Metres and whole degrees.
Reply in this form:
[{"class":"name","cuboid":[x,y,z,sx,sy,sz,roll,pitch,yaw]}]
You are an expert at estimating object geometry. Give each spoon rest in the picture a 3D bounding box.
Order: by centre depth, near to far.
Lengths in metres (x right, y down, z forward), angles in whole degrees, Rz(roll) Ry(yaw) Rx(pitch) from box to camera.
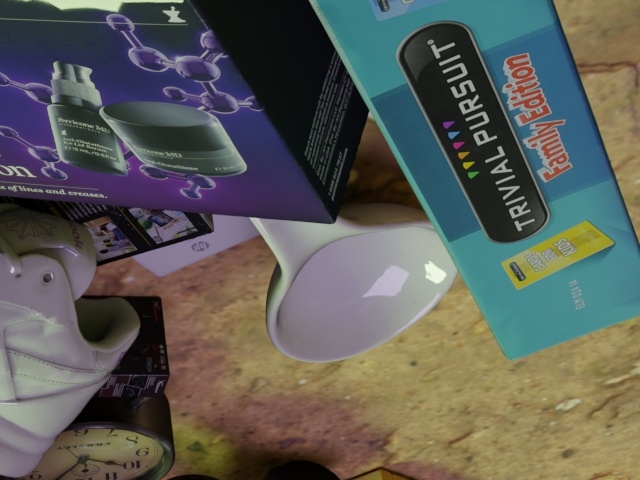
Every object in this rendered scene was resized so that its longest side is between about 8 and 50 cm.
[{"class":"spoon rest","cuboid":[0.000,0.000,1.094,0.137,0.084,0.276,-34,142,7]}]

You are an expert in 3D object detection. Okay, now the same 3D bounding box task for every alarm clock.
[{"class":"alarm clock","cuboid":[-0.173,0.150,1.309,0.129,0.064,0.192,-4,145,-9]}]

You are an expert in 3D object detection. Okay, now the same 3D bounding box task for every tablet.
[{"class":"tablet","cuboid":[-0.082,-0.002,1.153,0.083,0.006,0.054,-22,146,19]}]

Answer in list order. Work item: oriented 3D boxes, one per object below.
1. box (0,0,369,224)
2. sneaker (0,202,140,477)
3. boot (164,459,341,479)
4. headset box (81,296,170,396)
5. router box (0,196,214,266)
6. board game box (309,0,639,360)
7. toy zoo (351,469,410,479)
[{"class":"box","cuboid":[-0.127,-0.100,0.818,0.261,0.103,0.184,5,151,24]},{"class":"sneaker","cuboid":[-0.220,0.012,0.990,0.152,0.114,0.305,-42,137,4]},{"class":"boot","cuboid":[-0.080,0.241,1.399,0.219,0.082,0.106,-2,131,-42]},{"class":"headset box","cuboid":[-0.146,0.071,1.196,0.083,0.062,0.032,3,145,-17]},{"class":"router box","cuboid":[-0.155,-0.046,1.029,0.133,0.046,0.179,-16,147,11]},{"class":"board game box","cuboid":[0.037,-0.136,0.743,0.079,0.254,0.336,-21,146,8]},{"class":"toy zoo","cuboid":[0.051,0.274,1.589,0.192,0.030,0.293,-32,141,31]}]
